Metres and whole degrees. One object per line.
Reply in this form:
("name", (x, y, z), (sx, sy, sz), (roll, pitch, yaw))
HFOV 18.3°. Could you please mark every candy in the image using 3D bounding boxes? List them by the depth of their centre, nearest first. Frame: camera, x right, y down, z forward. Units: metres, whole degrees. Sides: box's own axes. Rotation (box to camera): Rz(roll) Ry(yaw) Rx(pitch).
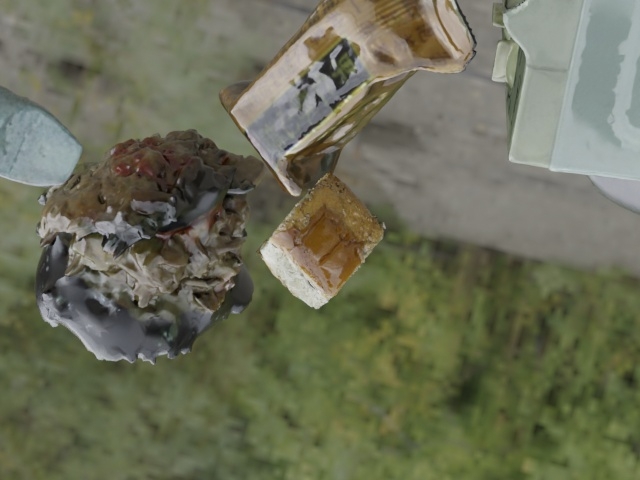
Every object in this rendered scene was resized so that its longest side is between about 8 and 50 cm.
("candy", (0.026, -0.146, 1.653), (0.101, 0.143, 0.271), (-22, 164, -48))

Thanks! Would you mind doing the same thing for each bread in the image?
("bread", (0.002, 0.000, 1.546), (0.070, 0.083, 0.077), (40, 157, -2))

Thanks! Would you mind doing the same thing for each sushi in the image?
("sushi", (-0.181, -0.014, 1.989), (0.225, 0.238, 0.219), (9, 134, 10))

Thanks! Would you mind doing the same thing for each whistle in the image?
("whistle", (-0.290, -0.107, 1.533), (0.223, 0.123, 0.123), (25, 169, -21))

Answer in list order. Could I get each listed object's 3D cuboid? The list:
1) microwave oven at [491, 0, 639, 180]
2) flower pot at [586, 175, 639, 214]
("microwave oven", (0.248, -0.225, 1.068), (0.286, 0.355, 0.218), (6, -148, -1))
("flower pot", (0.344, -0.106, 1.921), (0.148, 0.235, 0.235), (7, 169, 44))
